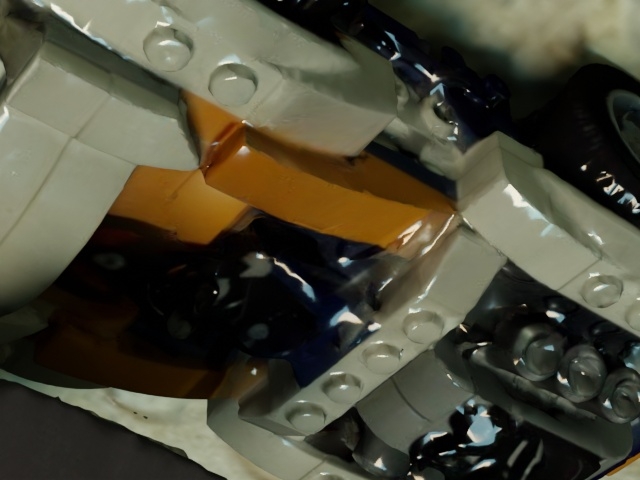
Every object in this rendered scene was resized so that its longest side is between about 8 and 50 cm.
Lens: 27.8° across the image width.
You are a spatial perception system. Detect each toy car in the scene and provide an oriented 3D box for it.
[{"bbox_3d":[0.001,0.002,0.405,0.301,0.118,0.193,30,129,-26],"label":"toy car"}]

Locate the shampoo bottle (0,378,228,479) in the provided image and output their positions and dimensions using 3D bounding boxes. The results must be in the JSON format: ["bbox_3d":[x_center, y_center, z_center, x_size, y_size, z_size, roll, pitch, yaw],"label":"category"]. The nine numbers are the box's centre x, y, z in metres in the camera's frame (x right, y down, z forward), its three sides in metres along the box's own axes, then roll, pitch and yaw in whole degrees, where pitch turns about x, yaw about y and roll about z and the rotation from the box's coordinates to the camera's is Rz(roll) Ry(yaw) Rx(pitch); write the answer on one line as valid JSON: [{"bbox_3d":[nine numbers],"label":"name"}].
[{"bbox_3d":[-0.131,0.081,0.432,0.098,0.071,0.309,27,164,-29],"label":"shampoo bottle"}]
